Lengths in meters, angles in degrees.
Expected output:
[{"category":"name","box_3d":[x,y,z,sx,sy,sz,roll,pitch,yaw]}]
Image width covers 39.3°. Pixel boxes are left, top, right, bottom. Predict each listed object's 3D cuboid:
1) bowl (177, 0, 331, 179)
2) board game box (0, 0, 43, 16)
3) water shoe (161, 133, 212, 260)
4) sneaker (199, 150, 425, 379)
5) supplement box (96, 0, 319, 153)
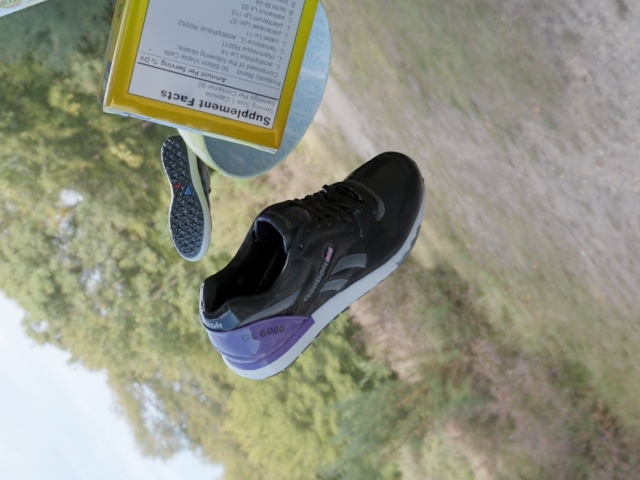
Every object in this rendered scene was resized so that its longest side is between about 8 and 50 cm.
[{"category":"bowl","box_3d":[-0.129,-0.247,1.291,0.156,0.290,0.289,26,162,28]},{"category":"board game box","box_3d":[-0.179,-0.213,0.327,0.275,0.142,0.144,37,-139,-70]},{"category":"water shoe","box_3d":[-0.197,-0.070,1.429,0.080,0.072,0.203,-7,-91,-64]},{"category":"sneaker","box_3d":[0.000,0.000,0.864,0.107,0.283,0.124,29,157,33]},{"category":"supplement box","box_3d":[-0.113,-0.300,0.997,0.194,0.357,0.195,13,-171,-19]}]
